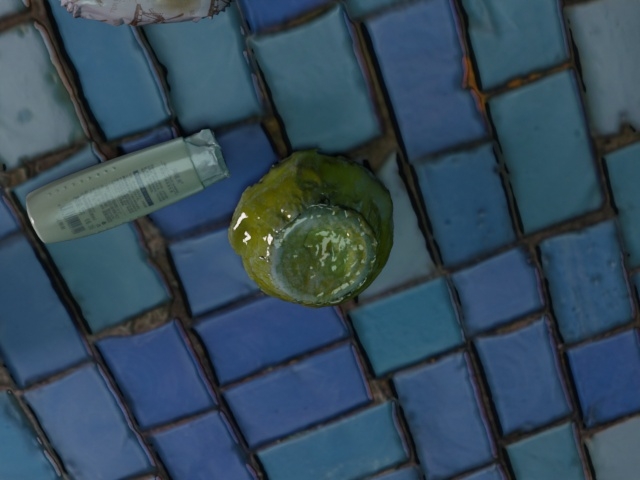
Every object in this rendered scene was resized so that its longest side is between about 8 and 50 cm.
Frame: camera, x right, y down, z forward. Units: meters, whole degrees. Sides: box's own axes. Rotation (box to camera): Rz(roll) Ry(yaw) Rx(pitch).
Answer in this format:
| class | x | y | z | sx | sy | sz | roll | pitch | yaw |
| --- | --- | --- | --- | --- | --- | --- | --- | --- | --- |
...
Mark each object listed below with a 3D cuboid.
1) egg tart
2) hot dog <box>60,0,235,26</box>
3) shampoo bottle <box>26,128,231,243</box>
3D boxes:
| class | x | y | z | sx | sy | sz | roll | pitch | yaw |
| --- | --- | --- | --- | --- | --- | --- | --- | --- | --- |
| egg tart | 0.000 | 0.000 | 1.351 | 0.197 | 0.078 | 0.197 | -7 | 120 | -11 |
| hot dog | -0.169 | -0.257 | 1.191 | 0.192 | 0.053 | 0.099 | -1 | 119 | -15 |
| shampoo bottle | -0.202 | -0.056 | 1.292 | 0.212 | 0.049 | 0.072 | -20 | 116 | 0 |
